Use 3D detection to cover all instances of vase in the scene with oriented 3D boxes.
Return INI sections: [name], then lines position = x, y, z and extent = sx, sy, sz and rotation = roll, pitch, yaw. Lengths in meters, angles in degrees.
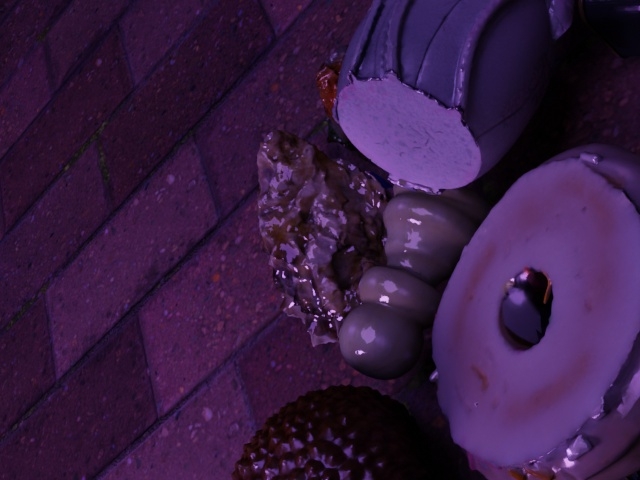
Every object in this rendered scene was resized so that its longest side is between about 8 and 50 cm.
[vase]
position = 0.200, -0.278, 1.203
extent = 0.250, 0.250, 0.445
rotation = 1, 50, 46

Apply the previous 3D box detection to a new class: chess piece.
[chess piece]
position = 0.109, 0.056, 1.240
extent = 0.144, 0.144, 0.251
rotation = 10, 68, 48

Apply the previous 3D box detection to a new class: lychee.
[lychee]
position = 0.019, 0.300, 1.154
extent = 0.267, 0.267, 0.267
rotation = -22, 56, 38

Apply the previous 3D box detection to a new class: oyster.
[oyster]
position = -0.001, 0.000, 1.418
extent = 0.238, 0.115, 0.351
rotation = -29, 76, 31

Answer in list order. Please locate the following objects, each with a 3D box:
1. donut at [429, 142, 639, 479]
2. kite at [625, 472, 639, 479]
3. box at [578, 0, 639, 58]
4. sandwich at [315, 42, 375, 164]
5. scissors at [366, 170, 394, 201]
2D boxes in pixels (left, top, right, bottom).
[donut]
position = 0.266, 0.087, 1.037
extent = 0.382, 0.142, 0.383
rotation = -48, 30, 40
[kite]
position = 0.359, 0.283, 1.002
extent = 0.198, 0.006, 0.244
rotation = -50, 43, 17
[box]
position = 0.393, -0.325, 1.160
extent = 0.090, 0.144, 0.201
rotation = 11, 79, 45
[sandwich]
position = 0.105, -0.227, 1.382
extent = 0.292, 0.212, 0.109
rotation = -36, 62, 12
[scissors]
position = 0.094, -0.067, 1.443
extent = 0.113, 0.012, 0.039
rotation = 36, 99, 48
